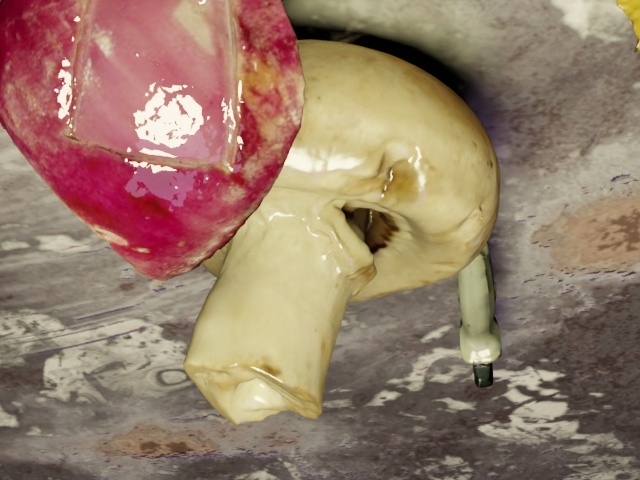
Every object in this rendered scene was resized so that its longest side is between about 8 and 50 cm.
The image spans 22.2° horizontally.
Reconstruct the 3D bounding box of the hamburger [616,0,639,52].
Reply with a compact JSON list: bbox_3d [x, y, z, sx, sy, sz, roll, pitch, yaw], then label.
[{"bbox_3d":[0.296,-0.274,0.847,0.396,0.277,0.395,-3,150,-2],"label":"hamburger"}]

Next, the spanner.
[{"bbox_3d":[0.152,0.063,1.577,0.040,0.095,0.325,-4,148,6],"label":"spanner"}]

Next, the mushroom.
[{"bbox_3d":[0.000,0.000,1.281,0.293,0.290,0.292,5,152,2],"label":"mushroom"}]

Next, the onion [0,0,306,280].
[{"bbox_3d":[-0.141,-0.111,1.127,0.247,0.250,0.111,-46,168,35],"label":"onion"}]
